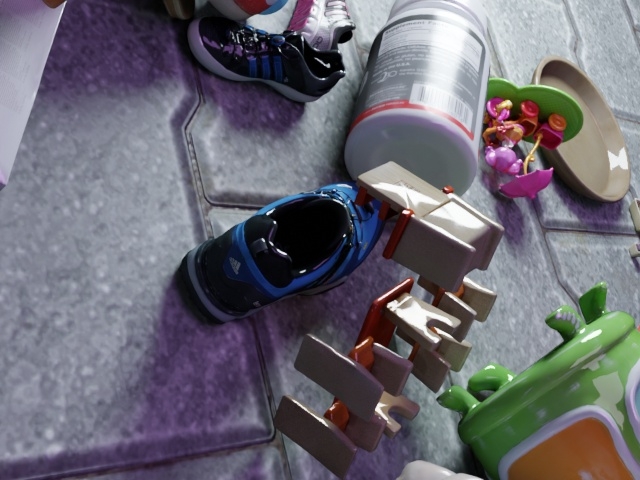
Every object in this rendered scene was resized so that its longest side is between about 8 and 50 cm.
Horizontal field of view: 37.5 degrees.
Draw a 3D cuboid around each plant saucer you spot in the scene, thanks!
[{"bbox_3d":[0.443,-0.188,1.628,0.278,0.041,0.278,24,54,-37],"label":"plant saucer"}]

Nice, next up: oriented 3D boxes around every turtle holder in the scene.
[{"bbox_3d":[0.299,0.209,1.095,0.227,0.243,0.320,54,3,14],"label":"turtle holder"}]

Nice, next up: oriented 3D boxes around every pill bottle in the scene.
[{"bbox_3d":[0.132,-0.191,1.207,0.161,0.161,0.283,38,45,-26],"label":"pill bottle"}]

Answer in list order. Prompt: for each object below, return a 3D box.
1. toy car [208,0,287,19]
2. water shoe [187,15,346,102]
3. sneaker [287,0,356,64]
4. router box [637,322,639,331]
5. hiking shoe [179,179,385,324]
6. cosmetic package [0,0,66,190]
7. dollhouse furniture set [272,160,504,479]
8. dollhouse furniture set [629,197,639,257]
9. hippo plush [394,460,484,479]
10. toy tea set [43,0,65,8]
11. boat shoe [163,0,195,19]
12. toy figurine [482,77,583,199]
[{"bbox_3d":[-0.047,-0.377,1.011,0.210,0.238,0.219,64,18,0],"label":"toy car"},{"bbox_3d":[-0.058,-0.222,1.085,0.203,0.080,0.073,12,61,-42],"label":"water shoe"},{"bbox_3d":[0.012,-0.290,1.212,0.075,0.063,0.170,38,51,-26],"label":"sneaker"},{"bbox_3d":[0.536,0.312,1.346,0.335,0.082,0.301,47,61,-18],"label":"router box"},{"bbox_3d":[0.000,0.000,0.983,0.304,0.132,0.113,-31,92,-50],"label":"hiking shoe"},{"bbox_3d":[-0.295,-0.151,0.809,0.099,0.060,0.239,30,49,-32],"label":"cosmetic package"},{"bbox_3d":[0.070,0.067,0.958,0.135,0.259,0.262,32,32,21],"label":"dollhouse furniture set"},{"bbox_3d":[0.586,-0.032,1.660,0.091,0.081,0.114,7,64,-44],"label":"dollhouse furniture set"},{"bbox_3d":[0.143,0.364,0.908,0.234,0.294,0.236,27,75,-10],"label":"hippo plush"},{"bbox_3d":[-0.265,-0.296,0.827,0.336,0.124,0.200,-109,173,-67],"label":"toy tea set"},{"bbox_3d":[-0.180,-0.311,1.040,0.056,0.048,0.153,-17,88,-73],"label":"boat shoe"},{"bbox_3d":[0.295,-0.141,1.406,0.173,0.130,0.159,26,58,-7],"label":"toy figurine"}]
